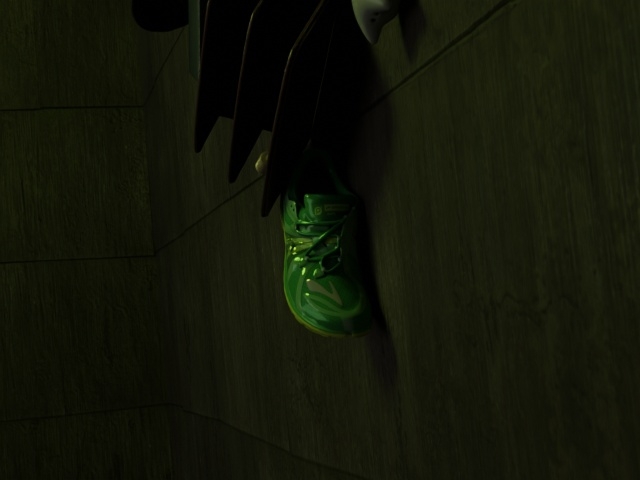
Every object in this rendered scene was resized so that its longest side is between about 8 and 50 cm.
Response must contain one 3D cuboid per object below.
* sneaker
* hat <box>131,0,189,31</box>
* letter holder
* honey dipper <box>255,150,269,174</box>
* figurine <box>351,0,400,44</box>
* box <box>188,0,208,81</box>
[{"bbox_3d":[0.000,0.000,1.377,0.123,0.109,0.296,100,159,-52],"label":"sneaker"},{"bbox_3d":[-0.182,-0.482,1.780,0.134,0.331,0.331,34,139,19],"label":"hat"},{"bbox_3d":[-0.092,-0.208,1.413,0.302,0.152,0.214,104,-173,-47],"label":"letter holder"},{"bbox_3d":[-0.079,-0.156,1.752,0.161,0.030,0.030,128,135,-65],"label":"honey dipper"},{"bbox_3d":[0.055,-0.355,1.153,0.215,0.092,0.209,107,149,-53],"label":"figurine"},{"bbox_3d":[-0.124,-0.333,1.629,0.093,0.158,0.156,-131,40,-64],"label":"box"}]
